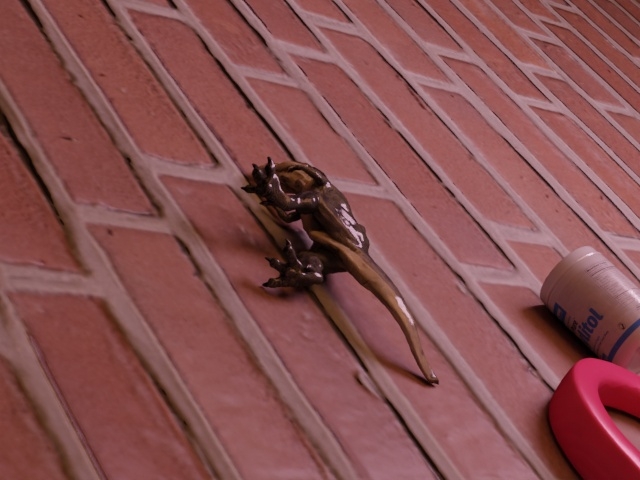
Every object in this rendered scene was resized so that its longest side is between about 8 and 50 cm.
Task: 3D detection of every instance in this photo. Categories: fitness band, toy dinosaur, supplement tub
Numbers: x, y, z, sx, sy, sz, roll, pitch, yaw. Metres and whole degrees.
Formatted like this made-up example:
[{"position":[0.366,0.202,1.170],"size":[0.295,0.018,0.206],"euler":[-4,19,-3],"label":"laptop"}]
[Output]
[{"position":[0.301,0.197,1.175],"size":[0.209,0.054,0.291],"euler":[0,38,-46],"label":"fitness band"},{"position":[0.000,0.000,1.184],"size":[0.118,0.064,0.268],"euler":[18,30,-43],"label":"toy dinosaur"},{"position":[0.255,0.064,1.346],"size":[0.071,0.071,0.107],"euler":[0,38,-50],"label":"supplement tub"}]
